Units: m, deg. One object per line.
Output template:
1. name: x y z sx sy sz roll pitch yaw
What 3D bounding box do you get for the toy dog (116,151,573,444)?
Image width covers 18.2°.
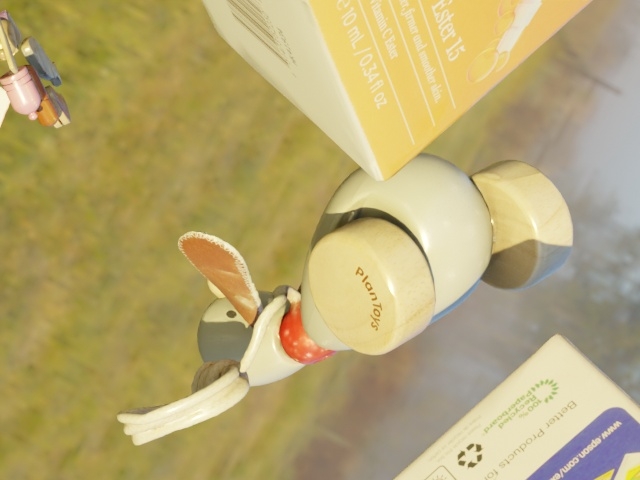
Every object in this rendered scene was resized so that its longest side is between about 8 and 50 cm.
1. toy dog: 0.000 0.000 1.331 0.334 0.161 0.220 -23 179 34

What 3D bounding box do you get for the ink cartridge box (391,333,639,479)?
1. ink cartridge box: 0.155 0.203 0.948 0.176 0.069 0.371 -41 -143 -2

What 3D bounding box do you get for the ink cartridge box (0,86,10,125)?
1. ink cartridge box: -0.386 -0.061 1.672 0.275 0.239 0.060 -65 164 16

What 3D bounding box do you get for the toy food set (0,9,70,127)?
1. toy food set: -0.195 -0.107 1.316 0.019 0.078 0.122 -23 156 6

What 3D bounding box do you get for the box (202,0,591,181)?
1. box: 0.088 -0.238 1.131 0.345 0.168 0.215 -42 150 -8
